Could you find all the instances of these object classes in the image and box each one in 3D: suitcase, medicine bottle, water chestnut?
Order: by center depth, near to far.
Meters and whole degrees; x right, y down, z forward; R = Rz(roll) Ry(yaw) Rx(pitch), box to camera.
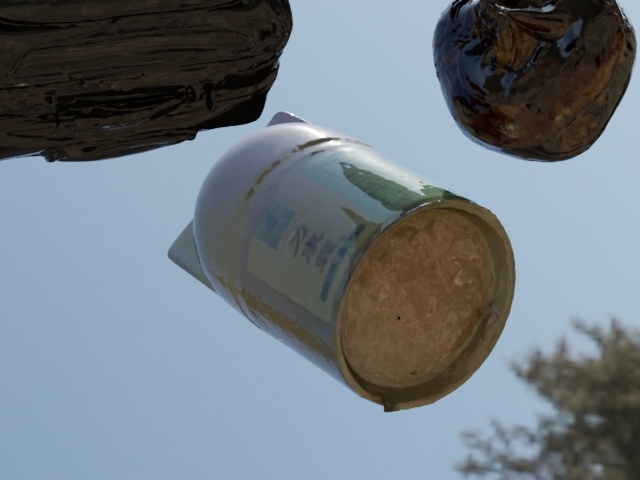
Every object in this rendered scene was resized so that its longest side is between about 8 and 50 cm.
[{"bbox_3d":[-0.224,-0.236,1.772,0.345,0.188,0.339,-10,-118,-25],"label":"suitcase"},{"bbox_3d":[0.228,-0.197,2.033,0.238,0.223,0.224,57,-131,-60],"label":"water chestnut"},{"bbox_3d":[0.000,0.000,2.035,0.235,0.406,0.236,-15,-62,-31],"label":"medicine bottle"}]
